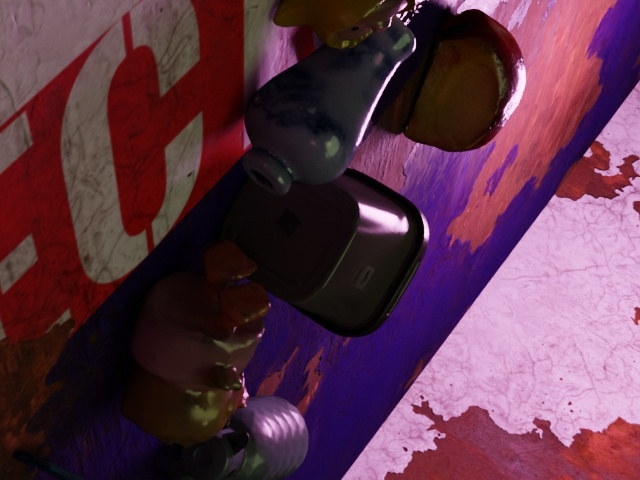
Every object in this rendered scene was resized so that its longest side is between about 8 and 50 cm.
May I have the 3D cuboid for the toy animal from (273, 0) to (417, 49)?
[{"bbox_3d":[0.044,-0.319,1.434,0.156,0.156,0.229,-43,168,-42],"label":"toy animal"}]

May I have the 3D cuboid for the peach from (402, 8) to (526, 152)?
[{"bbox_3d":[0.257,-0.270,2.105,0.154,0.159,0.267,-49,160,-47],"label":"peach"}]

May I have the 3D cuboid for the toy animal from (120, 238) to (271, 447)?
[{"bbox_3d":[-0.162,0.155,1.624,0.169,0.195,0.281,-4,131,-21],"label":"toy animal"}]

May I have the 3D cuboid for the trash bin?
[{"bbox_3d":[0.000,0.000,1.743,0.219,0.219,0.250,-61,157,3],"label":"trash bin"}]

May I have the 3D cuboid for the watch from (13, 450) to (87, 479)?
[{"bbox_3d":[-0.342,0.358,1.638,0.276,0.068,0.274,-62,158,13],"label":"watch"}]

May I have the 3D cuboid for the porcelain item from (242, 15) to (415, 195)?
[{"bbox_3d":[0.007,-0.167,1.553,0.259,0.141,0.141,-50,162,-17],"label":"porcelain item"}]

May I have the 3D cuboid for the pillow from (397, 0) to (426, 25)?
[{"bbox_3d":[0.077,-0.289,1.698,0.208,0.055,0.141,-51,160,-16],"label":"pillow"}]

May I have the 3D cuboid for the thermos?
[{"bbox_3d":[-0.143,0.330,2.035,0.182,0.145,0.286,-28,168,17],"label":"thermos"}]
